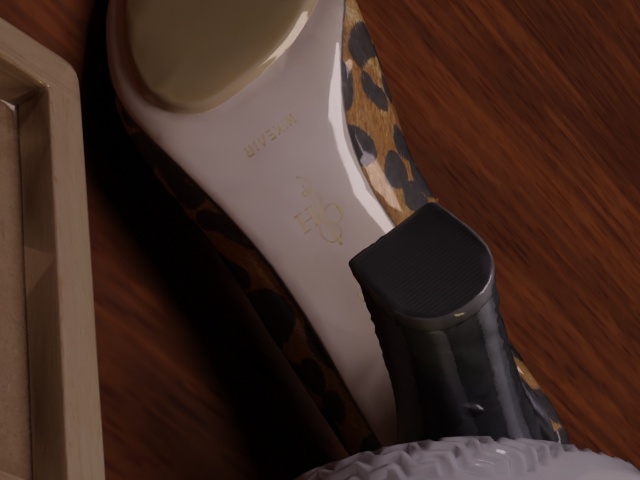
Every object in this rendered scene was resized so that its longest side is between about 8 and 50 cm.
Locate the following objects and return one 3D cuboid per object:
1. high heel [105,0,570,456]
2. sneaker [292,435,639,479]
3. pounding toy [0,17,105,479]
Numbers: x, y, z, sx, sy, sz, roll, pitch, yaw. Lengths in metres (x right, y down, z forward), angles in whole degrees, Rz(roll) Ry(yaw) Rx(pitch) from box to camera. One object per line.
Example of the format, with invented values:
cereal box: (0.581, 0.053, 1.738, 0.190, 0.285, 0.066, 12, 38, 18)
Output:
high heel: (0.000, 0.000, 0.613, 0.261, 0.093, 0.186, 55, -10, 40)
sneaker: (0.104, 0.223, 0.526, 0.366, 0.137, 0.210, 49, 27, -37)
pounding toy: (-0.101, 0.050, 0.338, 0.181, 0.094, 0.206, 33, 40, -48)
